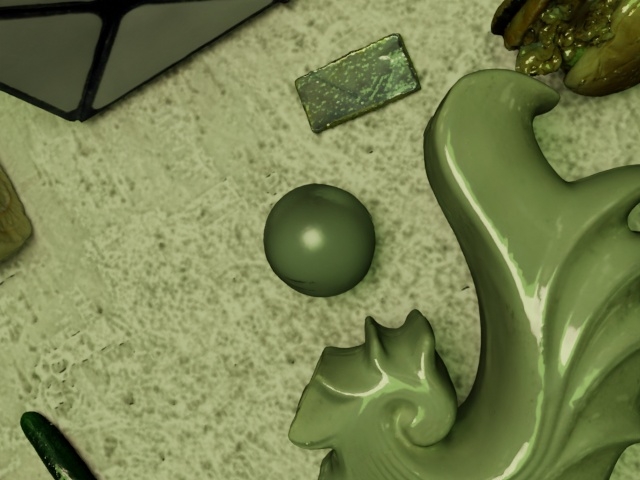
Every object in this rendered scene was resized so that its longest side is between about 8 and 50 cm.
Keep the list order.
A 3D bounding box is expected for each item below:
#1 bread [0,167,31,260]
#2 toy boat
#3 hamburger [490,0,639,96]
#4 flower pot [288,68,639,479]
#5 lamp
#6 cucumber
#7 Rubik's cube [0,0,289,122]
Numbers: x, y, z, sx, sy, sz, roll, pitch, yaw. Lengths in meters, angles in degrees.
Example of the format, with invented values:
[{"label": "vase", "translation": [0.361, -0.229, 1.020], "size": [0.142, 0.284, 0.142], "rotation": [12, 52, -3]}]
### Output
[{"label": "bread", "translation": [-0.401, -0.020, 0.739], "size": [0.141, 0.134, 0.148], "rotation": [-33, 92, 9]}, {"label": "toy boat", "translation": [0.036, -0.153, 0.706], "size": [0.115, 0.016, 0.063], "rotation": [-21, 82, 11]}, {"label": "hamburger", "translation": [0.230, -0.186, 0.593], "size": [0.185, 0.159, 0.131], "rotation": [-37, 81, -12]}, {"label": "flower pot", "translation": [0.148, 0.071, 0.574], "size": [0.254, 0.164, 0.367], "rotation": [26, 91, 2]}, {"label": "lamp", "translation": [0.000, 0.000, 0.660], "size": [0.105, 0.105, 0.105], "rotation": [-1, 86, 13]}, {"label": "cucumber", "translation": [-0.249, 0.244, 0.734], "size": [0.184, 0.036, 0.033], "rotation": [47, 107, 13]}, {"label": "Rubik's cube", "translation": [-0.229, -0.332, 0.632], "size": [0.310, 0.307, 0.305], "rotation": [-28, 78, 8]}]
